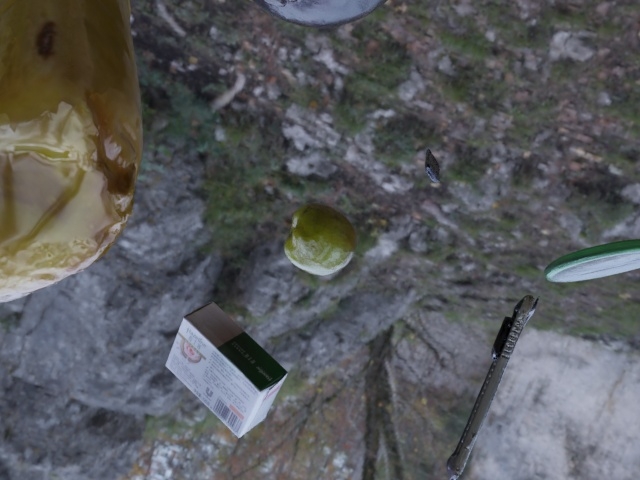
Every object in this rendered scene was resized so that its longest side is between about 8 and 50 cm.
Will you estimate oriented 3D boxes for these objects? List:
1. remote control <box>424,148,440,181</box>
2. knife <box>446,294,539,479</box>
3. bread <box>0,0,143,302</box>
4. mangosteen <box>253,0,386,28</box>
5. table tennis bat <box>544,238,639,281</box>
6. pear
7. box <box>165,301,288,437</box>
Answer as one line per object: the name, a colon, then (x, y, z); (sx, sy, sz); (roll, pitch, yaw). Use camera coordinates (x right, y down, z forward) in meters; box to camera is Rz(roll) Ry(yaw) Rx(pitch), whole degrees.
remote control: (0.192, -0.128, 1.320); (0.039, 0.014, 0.096); (54, -159, -16)
knife: (0.299, 0.256, 1.359); (0.043, 0.365, 0.089); (23, 168, 18)
bread: (-0.352, -0.112, 0.790); (0.250, 0.361, 0.394); (67, -175, -55)
mangosteen: (0.004, -0.451, 1.057); (0.311, 0.311, 0.311); (21, -176, -1)
table tennis bat: (0.424, 0.018, 1.004); (0.257, 0.039, 0.160); (-17, 162, 22)
pear: (0.000, 0.000, 2.067); (0.200, 0.200, 0.200); (21, -176, -1)
box: (-0.166, 0.224, 1.333); (0.199, 0.135, 0.081); (39, -142, 17)
